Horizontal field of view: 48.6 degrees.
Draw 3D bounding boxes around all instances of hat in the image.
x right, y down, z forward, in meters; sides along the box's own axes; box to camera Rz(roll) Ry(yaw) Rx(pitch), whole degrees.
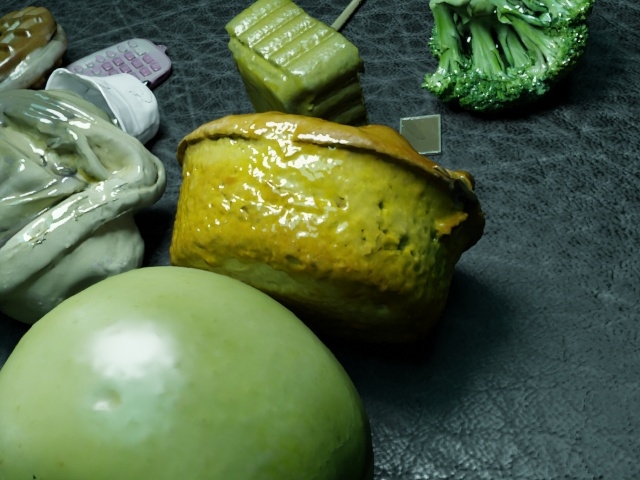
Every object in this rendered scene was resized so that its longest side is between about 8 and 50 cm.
[{"bbox_3d":[-0.354,-0.207,1.202,0.203,0.203,0.126,16,34,27],"label":"hat"}]

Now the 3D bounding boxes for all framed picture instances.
[{"bbox_3d":[0.156,-0.165,1.112,0.066,0.006,0.089,-5,49,13],"label":"framed picture"}]

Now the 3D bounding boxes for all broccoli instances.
[{"bbox_3d":[0.278,-0.326,1.080,0.269,0.242,0.261,3,67,55],"label":"broccoli"}]

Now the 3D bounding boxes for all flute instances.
[{"bbox_3d":[0.040,-0.419,1.348,0.027,0.027,0.233,17,57,28],"label":"flute"}]

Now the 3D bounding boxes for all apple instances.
[{"bbox_3d":[-0.125,0.197,0.666,0.358,0.357,0.357,-8,49,9],"label":"apple"}]

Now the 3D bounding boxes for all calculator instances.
[{"bbox_3d":[-0.427,-0.307,1.381,0.294,0.043,0.194,-32,49,-16],"label":"calculator"}]

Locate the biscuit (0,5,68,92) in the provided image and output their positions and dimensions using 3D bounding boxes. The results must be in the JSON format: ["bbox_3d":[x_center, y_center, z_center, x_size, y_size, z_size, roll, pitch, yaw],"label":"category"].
[{"bbox_3d":[-0.647,-0.340,1.391,0.332,0.103,0.332,-17,39,15],"label":"biscuit"}]

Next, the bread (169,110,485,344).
[{"bbox_3d":[0.003,0.000,0.829,0.359,0.337,0.204,6,74,20],"label":"bread"}]

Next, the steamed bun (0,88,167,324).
[{"bbox_3d":[-0.410,-0.069,1.011,0.339,0.247,0.352,19,69,23],"label":"steamed bun"}]

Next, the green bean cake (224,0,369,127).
[{"bbox_3d":[-0.035,-0.221,1.061,0.124,0.236,0.233,-34,52,-12],"label":"green bean cake"}]
